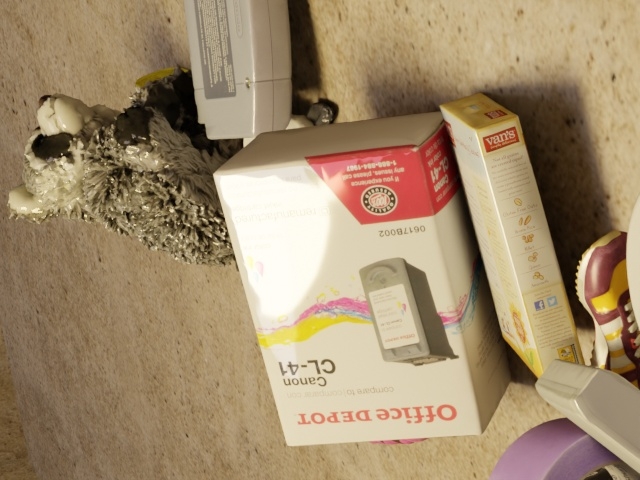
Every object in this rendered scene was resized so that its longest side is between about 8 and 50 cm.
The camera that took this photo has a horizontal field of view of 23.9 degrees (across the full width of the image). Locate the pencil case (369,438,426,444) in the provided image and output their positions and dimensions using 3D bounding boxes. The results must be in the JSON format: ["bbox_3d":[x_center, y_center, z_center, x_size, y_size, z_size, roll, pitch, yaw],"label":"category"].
[{"bbox_3d":[0.068,0.188,1.779,0.098,0.095,0.209,39,159,-11],"label":"pencil case"}]

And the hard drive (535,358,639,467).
[{"bbox_3d":[0.262,0.164,1.128,0.203,0.040,0.307,38,179,5],"label":"hard drive"}]

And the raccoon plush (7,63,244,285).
[{"bbox_3d":[-0.211,-0.003,1.908,0.299,0.216,0.446,-29,83,37],"label":"raccoon plush"}]

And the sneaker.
[{"bbox_3d":[0.269,0.076,1.271,0.084,0.069,0.185,39,152,48],"label":"sneaker"}]

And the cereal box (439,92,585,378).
[{"bbox_3d":[0.172,-0.006,1.363,0.173,0.047,0.240,-114,8,-76],"label":"cereal box"}]

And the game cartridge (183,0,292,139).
[{"bbox_3d":[-0.099,-0.264,1.720,0.198,0.062,0.297,5,102,60],"label":"game cartridge"}]

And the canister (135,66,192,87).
[{"bbox_3d":[-0.185,-0.140,2.061,0.126,0.073,0.170,27,136,56],"label":"canister"}]

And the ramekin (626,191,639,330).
[{"bbox_3d":[0.330,0.036,1.008,0.277,0.135,0.277,47,149,40],"label":"ramekin"}]

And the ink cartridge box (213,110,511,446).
[{"bbox_3d":[0.047,0.040,1.510,0.226,0.131,0.306,-7,108,24],"label":"ink cartridge box"}]

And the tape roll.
[{"bbox_3d":[0.239,0.254,1.332,0.080,0.189,0.189,-2,108,65],"label":"tape roll"}]

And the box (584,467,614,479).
[{"bbox_3d":[0.178,0.377,1.423,0.076,0.307,0.242,-7,103,70],"label":"box"}]

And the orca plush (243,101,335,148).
[{"bbox_3d":[0.016,-0.070,1.711,0.287,0.102,0.151,13,77,53],"label":"orca plush"}]
